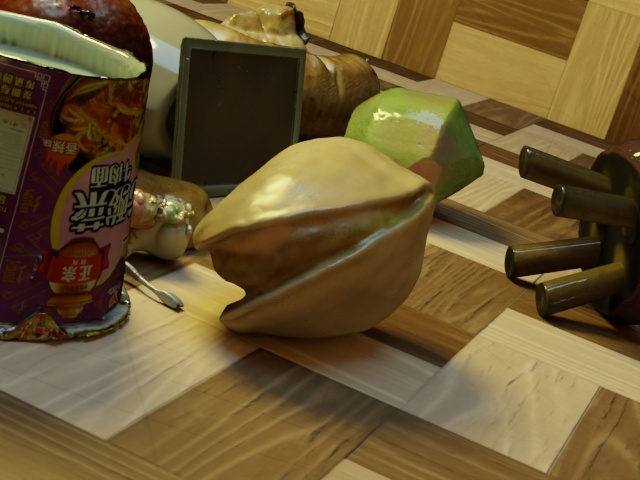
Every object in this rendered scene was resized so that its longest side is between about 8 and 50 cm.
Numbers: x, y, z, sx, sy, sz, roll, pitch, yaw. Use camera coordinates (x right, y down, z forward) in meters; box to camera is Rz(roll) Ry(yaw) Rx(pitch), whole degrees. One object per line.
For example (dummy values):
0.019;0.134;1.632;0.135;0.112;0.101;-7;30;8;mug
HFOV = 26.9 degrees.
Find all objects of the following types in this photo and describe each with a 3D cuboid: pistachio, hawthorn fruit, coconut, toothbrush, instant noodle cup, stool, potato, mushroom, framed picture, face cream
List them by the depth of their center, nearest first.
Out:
-0.321;-0.083;1.373;0.340;0.265;0.340;17;16;-5;instant noodle cup
0.000;0.000;1.513;0.238;0.229;0.321;-25;-3;43;pistachio
-0.227;0.027;1.526;0.193;0.013;0.019;32;15;27;toothbrush
-0.228;-0.055;1.712;0.200;0.081;0.164;12;16;-26;potato
-0.401;-0.232;1.773;0.369;0.284;0.285;18;14;32;hawthorn fruit
0.387;-0.013;1.927;0.179;0.272;0.272;1;20;-11;stool
-0.121;-0.179;1.978;0.018;0.231;0.293;11;9;33;framed picture
-0.308;-0.262;2.039;0.357;0.219;0.312;28;29;28;face cream
0.156;-0.146;2.197;0.236;0.236;0.204;16;61;10;coconut
-0.124;-0.260;2.336;0.314;0.224;0.397;40;30;22;mushroom

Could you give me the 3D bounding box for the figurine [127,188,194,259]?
-0.229;-0.032;1.595;0.146;0.098;0.081;13;29;-21;figurine
